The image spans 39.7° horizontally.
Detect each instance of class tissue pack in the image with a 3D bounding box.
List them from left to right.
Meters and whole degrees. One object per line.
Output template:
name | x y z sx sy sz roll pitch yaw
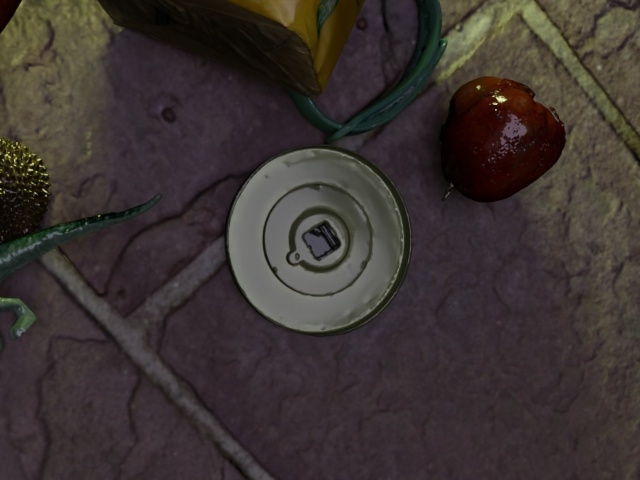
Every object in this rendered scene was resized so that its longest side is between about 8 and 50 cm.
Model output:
tissue pack | -0.060 -0.389 0.932 0.293 0.228 0.382 23 85 10

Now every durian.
durian | -0.350 -0.047 0.970 0.110 0.071 0.140 -17 99 -13

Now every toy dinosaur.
toy dinosaur | -0.338 0.065 0.966 0.382 0.076 0.129 -20 107 -9

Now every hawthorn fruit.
hawthorn fruit | 0.203 -0.112 1.074 0.148 0.148 0.172 38 93 -11

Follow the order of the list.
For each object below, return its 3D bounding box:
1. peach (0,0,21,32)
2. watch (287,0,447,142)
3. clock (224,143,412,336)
peach | -0.435 -0.306 0.801 0.370 0.370 0.370 0 90 -14
watch | 0.043 -0.235 1.073 0.195 0.068 0.237 30 79 -15
clock | 0.000 0.000 1.076 0.234 0.029 0.235 0 90 -14
